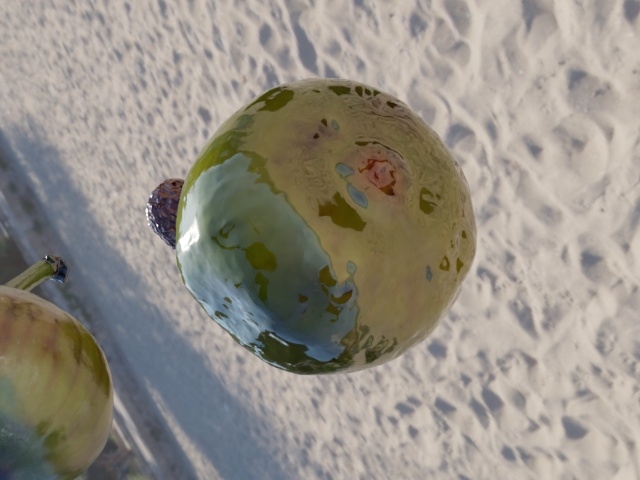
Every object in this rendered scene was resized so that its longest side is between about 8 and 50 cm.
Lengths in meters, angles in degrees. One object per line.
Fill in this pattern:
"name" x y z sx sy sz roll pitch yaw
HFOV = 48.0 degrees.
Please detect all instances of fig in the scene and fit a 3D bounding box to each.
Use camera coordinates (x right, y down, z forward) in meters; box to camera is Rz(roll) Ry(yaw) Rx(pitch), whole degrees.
"fig" -0.227 0.062 0.517 0.259 0.151 0.151 -111 7 -51
"fig" -0.009 -0.005 0.812 0.343 0.343 0.343 47 155 30

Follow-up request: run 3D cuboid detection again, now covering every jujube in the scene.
"jujube" -0.186 -0.021 1.115 0.176 0.109 0.112 38 -161 2
